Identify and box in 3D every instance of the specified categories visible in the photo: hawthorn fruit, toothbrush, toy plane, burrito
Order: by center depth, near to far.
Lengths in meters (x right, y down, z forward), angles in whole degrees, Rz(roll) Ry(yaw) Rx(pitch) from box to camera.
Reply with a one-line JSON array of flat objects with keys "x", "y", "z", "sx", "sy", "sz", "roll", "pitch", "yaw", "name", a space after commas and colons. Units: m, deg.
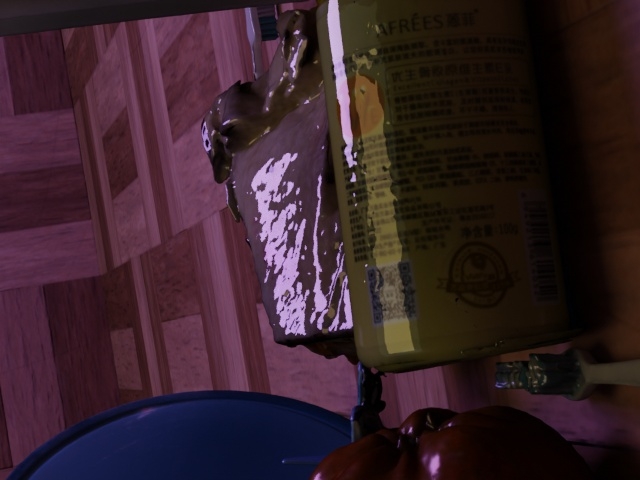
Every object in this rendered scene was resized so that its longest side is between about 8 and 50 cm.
[{"x": 0.175, "y": 0.056, "z": 0.625, "sx": 0.386, "sy": 0.040, "sz": 0.040, "roll": 165, "pitch": 96, "yaw": -70, "name": "toothbrush"}, {"x": 0.078, "y": 0.178, "z": 0.789, "sx": 0.189, "sy": 0.189, "sz": 0.189, "roll": 171, "pitch": 90, "yaw": -75, "name": "hawthorn fruit"}, {"x": 0.046, "y": 0.159, "z": 0.981, "sx": 0.246, "sy": 0.078, "sz": 0.169, "roll": 5, "pitch": -94, "yaw": -70, "name": "toy plane"}, {"x": 0.012, "y": -0.012, "z": 0.997, "sx": 0.175, "sy": 0.107, "sz": 0.347, "roll": -64, "pitch": 38, "yaw": 37, "name": "burrito"}, {"x": -0.037, "y": -0.071, "z": 1.308, "sx": 0.030, "sy": 0.030, "sz": 0.304, "roll": -159, "pitch": 62, "yaw": -72, "name": "toothbrush"}]

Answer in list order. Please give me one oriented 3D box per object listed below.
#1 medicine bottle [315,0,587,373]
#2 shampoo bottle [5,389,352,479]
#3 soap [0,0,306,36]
[{"x": 0.063, "y": -0.052, "z": 0.786, "sx": 0.124, "sy": 0.124, "sz": 0.238, "roll": 149, "pitch": 114, "yaw": -73, "name": "medicine bottle"}, {"x": -0.085, "y": 0.351, "z": 1.151, "sx": 0.331, "sy": 0.331, "sz": 0.342, "roll": -123, "pitch": 28, "yaw": -56, "name": "shampoo bottle"}, {"x": -0.135, "y": -0.253, "z": 1.112, "sx": 0.087, "sy": 0.265, "sz": 0.159, "roll": 163, "pitch": 98, "yaw": -75, "name": "soap"}]
